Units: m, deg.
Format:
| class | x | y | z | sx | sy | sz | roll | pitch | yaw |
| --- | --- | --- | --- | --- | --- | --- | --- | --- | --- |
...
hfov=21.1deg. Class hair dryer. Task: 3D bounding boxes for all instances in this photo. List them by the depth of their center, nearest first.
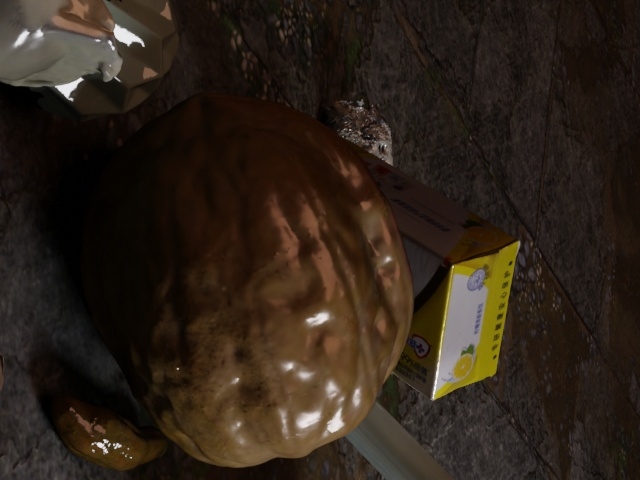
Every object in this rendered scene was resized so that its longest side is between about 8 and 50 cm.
| class | x | y | z | sx | sy | sz | roll | pitch | yaw |
| --- | --- | --- | --- | --- | --- | --- | --- | --- | --- |
| hair dryer | 0.071 | 0.207 | 1.810 | 0.357 | 0.107 | 0.173 | 47 | 45 | 13 |

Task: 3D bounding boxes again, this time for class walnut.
| class | x | y | z | sx | sy | sz | roll | pitch | yaw |
| --- | --- | --- | --- | --- | --- | --- | --- | --- | --- |
| walnut | -0.072 | 0.027 | 1.585 | 0.306 | 0.306 | 0.343 | -42 | 125 | -60 |

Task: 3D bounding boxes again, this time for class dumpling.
| class | x | y | z | sx | sy | sz | roll | pitch | yaw |
| --- | --- | --- | --- | --- | --- | --- | --- | --- | --- |
| dumpling | -0.265 | -0.186 | 1.228 | 0.258 | 0.193 | 0.147 | 38 | 53 | -23 |

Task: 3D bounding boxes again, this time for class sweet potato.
| class | x | y | z | sx | sy | sz | roll | pitch | yaw |
| --- | --- | --- | --- | --- | --- | --- | --- | --- | --- |
| sweet potato | -0.185 | 0.184 | 1.570 | 0.182 | 0.054 | 0.053 | 36 | 61 | -60 |

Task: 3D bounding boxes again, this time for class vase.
| class | x | y | z | sx | sy | sz | roll | pitch | yaw |
| --- | --- | --- | --- | --- | --- | --- | --- | --- | --- |
| vase | -0.266 | -0.229 | 1.403 | 0.360 | 0.165 | 0.165 | 35 | 53 | -52 |

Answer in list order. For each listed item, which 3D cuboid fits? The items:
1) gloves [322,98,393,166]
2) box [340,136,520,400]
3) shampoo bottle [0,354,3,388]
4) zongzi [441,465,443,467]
| class | x | y | z | sx | sy | sz | roll | pitch | yaw |
| --- | --- | --- | --- | --- | --- | --- | --- | --- | --- |
| gloves | 0.050 | -0.094 | 2.114 | 0.114 | 0.070 | 0.153 | 4 | 82 | -65 |
| box | 0.065 | 0.023 | 1.744 | 0.097 | 0.265 | 0.168 | -21 | 131 | -38 |
| shampoo bottle | -0.311 | 0.117 | 1.297 | 0.192 | 0.074 | 0.074 | -6 | 89 | -67 |
| zongzi | 0.020 | 0.487 | 1.833 | 0.447 | 0.181 | 0.418 | -57 | 151 | -61 |
